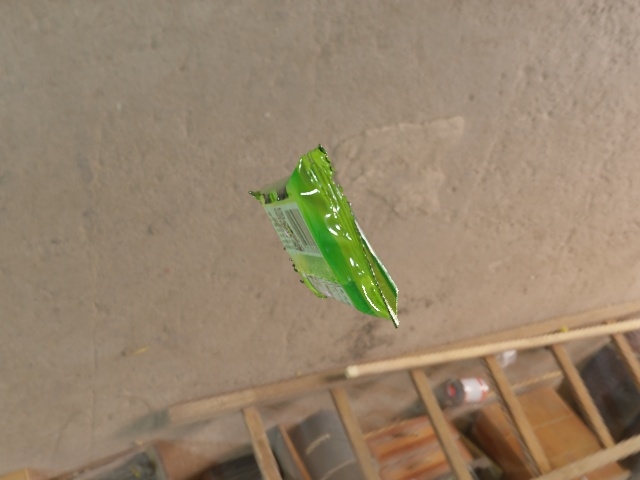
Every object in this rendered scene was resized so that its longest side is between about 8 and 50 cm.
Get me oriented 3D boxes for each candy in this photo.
[{"bbox_3d":[0.001,0.000,0.482,0.032,0.178,0.102,-33,96,-10],"label":"candy"}]
